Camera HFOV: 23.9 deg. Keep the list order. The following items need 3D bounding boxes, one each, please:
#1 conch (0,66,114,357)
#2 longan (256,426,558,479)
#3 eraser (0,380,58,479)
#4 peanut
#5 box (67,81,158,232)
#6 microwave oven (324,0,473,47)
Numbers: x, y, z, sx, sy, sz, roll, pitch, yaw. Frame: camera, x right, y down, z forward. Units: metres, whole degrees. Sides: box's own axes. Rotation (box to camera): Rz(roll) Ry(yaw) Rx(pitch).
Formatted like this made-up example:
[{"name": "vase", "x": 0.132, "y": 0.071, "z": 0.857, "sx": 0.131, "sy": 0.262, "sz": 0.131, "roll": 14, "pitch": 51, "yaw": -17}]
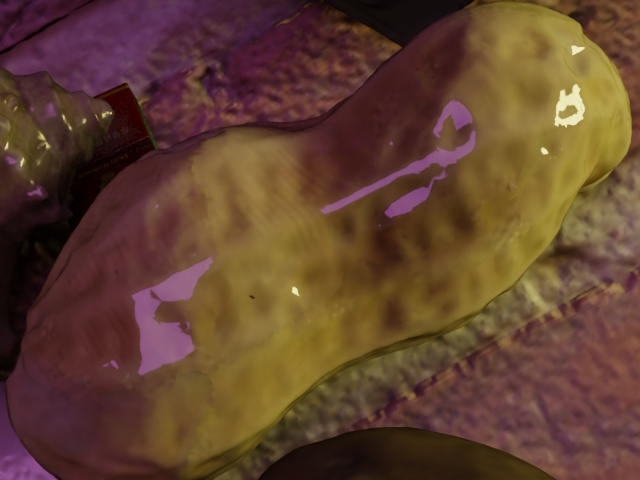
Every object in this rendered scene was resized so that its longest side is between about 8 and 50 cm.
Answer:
[{"name": "conch", "x": -0.255, "y": -0.056, "z": 0.643, "sx": 0.324, "sy": 0.186, "sz": 0.263, "roll": 1, "pitch": 44, "yaw": -18}, {"name": "longan", "x": 0.037, "y": 0.153, "z": 0.555, "sx": 0.167, "sy": 0.167, "sz": 0.187, "roll": -31, "pitch": 51, "yaw": -3}, {"name": "eraser", "x": -0.140, "y": 0.138, "z": 0.658, "sx": 0.104, "sy": 0.023, "sz": 0.150, "roll": 14, "pitch": 73, "yaw": 13}, {"name": "peanut", "x": 0.000, "y": 0.000, "z": 0.624, "sx": 0.290, "sy": 0.130, "sz": 0.130, "roll": -28, "pitch": 69, "yaw": -10}, {"name": "box", "x": -0.098, "y": -0.028, "z": 0.710, "sx": 0.051, "sy": 0.023, "sz": 0.082, "roll": -25, "pitch": 69, "yaw": 0}, {"name": "microwave oven", "x": 0.037, "y": -0.305, "z": 0.656, "sx": 0.286, "sy": 0.218, "sz": 0.355, "roll": 29, "pitch": 77, "yaw": -11}]
